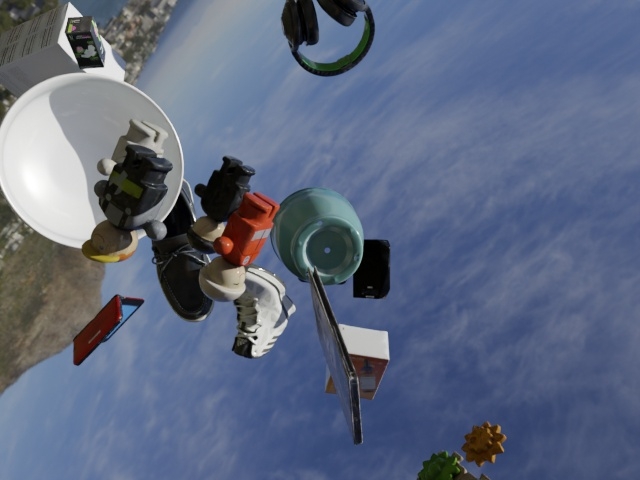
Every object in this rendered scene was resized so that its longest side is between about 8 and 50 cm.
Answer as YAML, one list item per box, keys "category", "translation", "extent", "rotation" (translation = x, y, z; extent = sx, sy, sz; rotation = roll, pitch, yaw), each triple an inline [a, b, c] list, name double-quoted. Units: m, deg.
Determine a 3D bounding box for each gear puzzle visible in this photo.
- category: "gear puzzle"
  translation: [0.205, 0.448, 0.810]
  extent: [0.339, 0.044, 0.175]
  rotation: [-43, -163, -12]

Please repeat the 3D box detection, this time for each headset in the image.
- category: "headset"
  translation: [-0.007, -0.636, 1.262]
  extent: [0.243, 0.394, 0.185]
  rotation: [-26, -126, 11]

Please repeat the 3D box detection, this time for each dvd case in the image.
- category: "dvd case"
  translation: [0.019, 0.169, 0.713]
  extent: [0.018, 0.165, 0.221]
  rotation: [-13, -140, -7]

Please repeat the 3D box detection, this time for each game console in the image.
- category: "game console"
  translation: [-0.447, 0.193, 1.000]
  extent: [0.144, 0.085, 0.124]
  rotation: [-46, -141, 5]
- category: "game console"
  translation: [0.078, 0.097, 1.714]
  extent: [0.360, 0.044, 0.214]
  rotation: [2, -86, 21]

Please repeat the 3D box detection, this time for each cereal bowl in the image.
- category: "cereal bowl"
  translation: [-0.464, -0.153, 0.946]
  extent: [0.141, 0.339, 0.339]
  rotation: [6, -116, 51]

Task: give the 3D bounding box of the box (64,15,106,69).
- category: "box"
  translation: [-0.487, -0.411, 0.972]
  extent: [0.083, 0.052, 0.062]
  rotation: [95, -16, -54]

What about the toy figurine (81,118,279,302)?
- category: "toy figurine"
  translation: [-0.177, -0.036, 0.590]
  extent: [0.148, 0.209, 0.213]
  rotation: [-61, -147, 16]

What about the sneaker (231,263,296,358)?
- category: "sneaker"
  translation: [-0.225, 0.257, 1.579]
  extent: [0.168, 0.448, 0.258]
  rotation: [11, -116, 24]

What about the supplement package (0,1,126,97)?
- category: "supplement package"
  translation: [-0.623, -0.415, 1.126]
  extent: [0.202, 0.194, 0.150]
  rotation: [-14, -120, 15]

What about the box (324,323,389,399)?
- category: "box"
  translation: [0.089, 0.308, 1.178]
  extent: [0.091, 0.129, 0.171]
  rotation: [-84, -175, -52]

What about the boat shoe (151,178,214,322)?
- category: "boat shoe"
  translation: [-0.465, 0.024, 1.526]
  extent: [0.156, 0.186, 0.501]
  rotation: [143, -64, -84]

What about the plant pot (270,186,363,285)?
- category: "plant pot"
  translation: [0.000, 0.000, 1.285]
  extent: [0.272, 0.271, 0.255]
  rotation: [-52, -167, 5]
